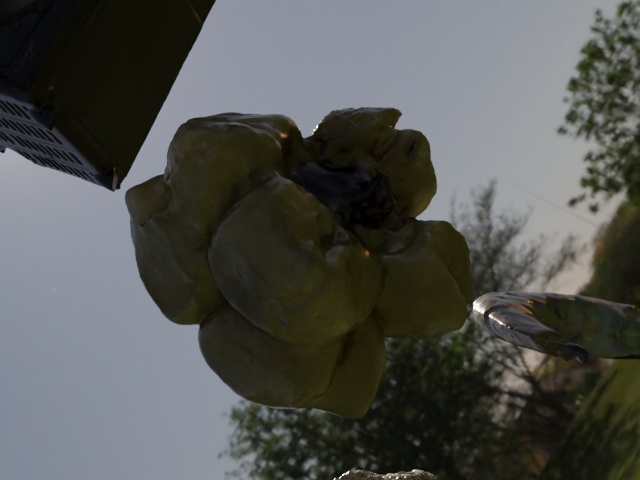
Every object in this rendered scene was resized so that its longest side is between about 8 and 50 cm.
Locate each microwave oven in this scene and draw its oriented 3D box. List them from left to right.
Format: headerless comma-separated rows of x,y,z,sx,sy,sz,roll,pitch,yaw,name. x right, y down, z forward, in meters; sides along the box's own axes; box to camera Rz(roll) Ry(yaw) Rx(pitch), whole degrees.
-0.223,-0.198,0.812,0.188,0.178,0.247,64,-133,-65,microwave oven

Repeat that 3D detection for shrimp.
0.259,0.089,1.029,0.287,0.185,0.068,11,-90,-55,shrimp

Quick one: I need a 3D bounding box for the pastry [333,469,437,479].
0.044,0.353,0.938,0.089,0.122,0.258,-9,65,64,pastry

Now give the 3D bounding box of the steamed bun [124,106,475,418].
0.000,0.000,0.523,0.178,0.192,0.106,-9,-30,-33,steamed bun
